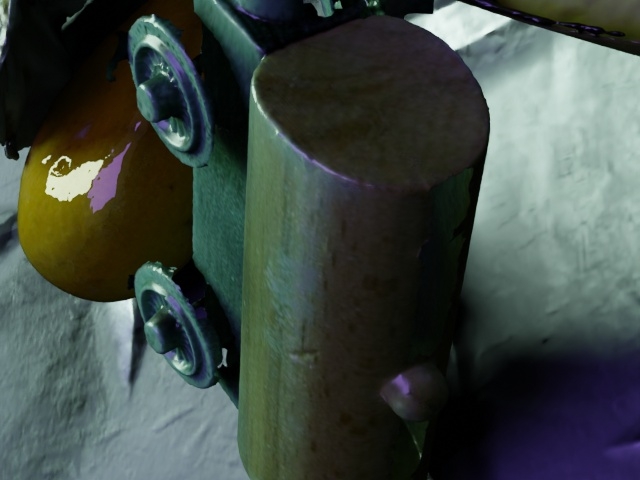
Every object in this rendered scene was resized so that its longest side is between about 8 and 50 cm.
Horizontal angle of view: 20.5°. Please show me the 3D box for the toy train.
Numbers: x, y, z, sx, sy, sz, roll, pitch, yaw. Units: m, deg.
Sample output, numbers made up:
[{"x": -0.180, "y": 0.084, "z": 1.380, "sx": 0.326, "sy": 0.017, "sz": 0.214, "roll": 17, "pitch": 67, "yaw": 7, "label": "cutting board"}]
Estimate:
[{"x": 0.008, "y": -0.003, "z": 0.793, "sx": 0.189, "sy": 0.126, "sz": 0.307, "roll": 39, "pitch": 147, "yaw": 26, "label": "toy train"}]

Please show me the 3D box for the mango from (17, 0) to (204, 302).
[{"x": -0.102, "y": -0.056, "z": 1.028, "sx": 0.195, "sy": 0.098, "sz": 0.137, "roll": -57, "pitch": 38, "yaw": 8, "label": "mango"}]

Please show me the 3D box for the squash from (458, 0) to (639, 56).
[{"x": 0.151, "y": -0.151, "z": 0.738, "sx": 0.204, "sy": 0.155, "sz": 0.237, "roll": -40, "pitch": 48, "yaw": 34, "label": "squash"}]

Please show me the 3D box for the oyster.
[{"x": -0.166, "y": -0.137, "z": 1.064, "sx": 0.252, "sy": 0.087, "sz": 0.199, "roll": -81, "pitch": 8, "yaw": -51, "label": "oyster"}]
